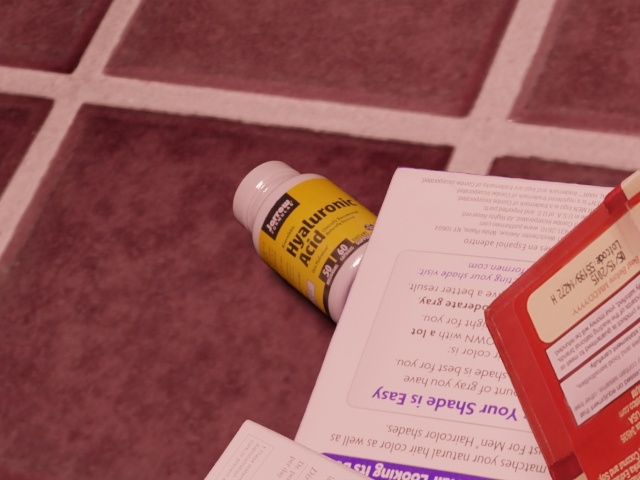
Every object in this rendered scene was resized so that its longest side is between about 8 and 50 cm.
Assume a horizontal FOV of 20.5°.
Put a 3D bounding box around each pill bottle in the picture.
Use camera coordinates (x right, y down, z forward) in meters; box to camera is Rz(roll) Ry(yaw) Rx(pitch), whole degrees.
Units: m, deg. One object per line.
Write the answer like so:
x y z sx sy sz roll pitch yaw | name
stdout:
0.000 0.000 1.052 0.065 0.065 0.116 -42 50 -11 | pill bottle

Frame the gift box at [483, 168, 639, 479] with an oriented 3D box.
0.258 0.046 0.729 0.255 0.258 0.276 -40 55 39 | gift box

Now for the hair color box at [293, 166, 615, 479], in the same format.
0.084 0.132 0.891 0.185 0.110 0.339 7 57 25 | hair color box

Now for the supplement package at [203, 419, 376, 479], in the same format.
0.024 0.172 0.749 0.179 0.105 0.105 23 66 33 | supplement package
